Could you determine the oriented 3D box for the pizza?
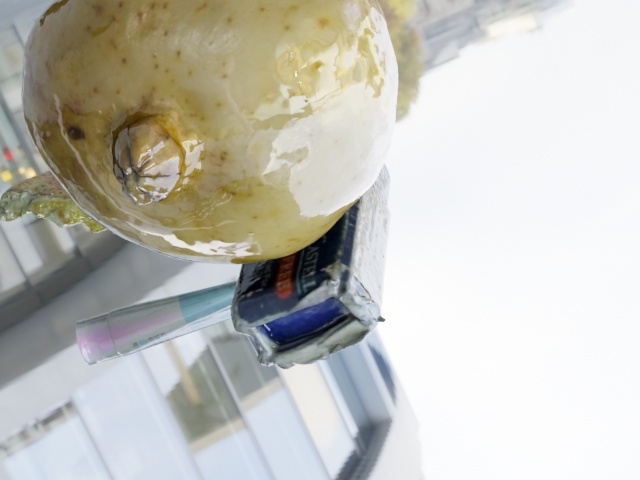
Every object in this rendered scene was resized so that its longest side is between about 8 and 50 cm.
[{"bbox_3d":[-0.337,-0.053,1.789,0.280,0.075,0.288,-19,-149,-40],"label":"pizza"}]

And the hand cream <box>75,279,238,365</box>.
[{"bbox_3d":[-0.190,0.108,1.652,0.312,0.070,0.111,-15,159,3],"label":"hand cream"}]

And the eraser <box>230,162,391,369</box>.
[{"bbox_3d":[0.000,0.000,1.332,0.155,0.101,0.332,-20,-149,20],"label":"eraser"}]

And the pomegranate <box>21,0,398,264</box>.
[{"bbox_3d":[-0.112,-0.141,1.139,0.410,0.410,0.410,-23,-168,5],"label":"pomegranate"}]
